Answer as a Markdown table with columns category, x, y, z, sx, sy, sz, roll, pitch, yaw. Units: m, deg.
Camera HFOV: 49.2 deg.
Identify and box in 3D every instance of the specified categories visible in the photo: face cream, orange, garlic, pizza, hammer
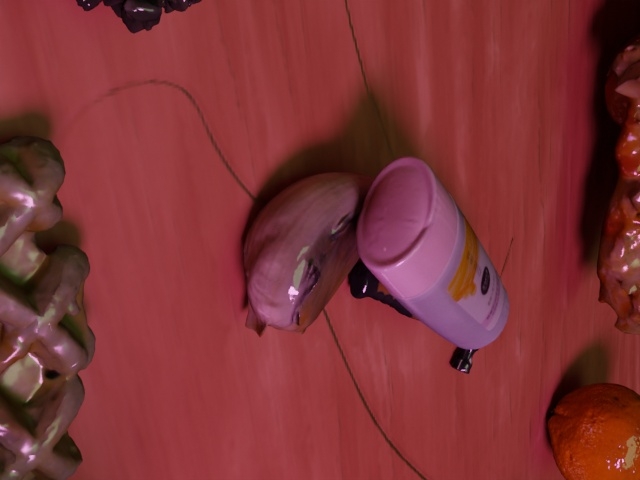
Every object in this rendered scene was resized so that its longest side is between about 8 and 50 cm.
| category | x | y | z | sx | sy | sz | roll | pitch | yaw |
| --- | --- | --- | --- | --- | --- | --- | --- | --- | --- |
| face cream | 0.089 | 0.020 | 0.506 | 0.198 | 0.057 | 0.084 | 42 | 60 | -55 |
| orange | 0.327 | 0.230 | 0.812 | 0.135 | 0.117 | 0.136 | -28 | 135 | -32 |
| garlic | -0.007 | -0.004 | 0.471 | 0.152 | 0.066 | 0.084 | -59 | 161 | -10 |
| pizza | 0.357 | -0.108 | 0.730 | 0.440 | 0.130 | 0.406 | 28 | 84 | -54 |
| hammer | 0.092 | 0.057 | 0.603 | 0.201 | 0.021 | 0.078 | 29 | 82 | -45 |

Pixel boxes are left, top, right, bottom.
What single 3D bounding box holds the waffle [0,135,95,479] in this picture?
| category | x | y | z | sx | sy | sz | roll | pitch | yaw |
| --- | --- | --- | --- | --- | --- | --- | --- | --- | --- |
| waffle | -0.236 | 0.074 | 0.280 | 0.309 | 0.056 | 0.292 | -2 | 103 | -44 |

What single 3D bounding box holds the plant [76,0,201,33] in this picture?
| category | x | y | z | sx | sy | sz | roll | pitch | yaw |
| --- | --- | --- | --- | --- | --- | --- | --- | --- | --- |
| plant | -0.088 | -0.168 | 0.322 | 0.094 | 0.092 | 0.143 | 25 | 77 | -51 |
